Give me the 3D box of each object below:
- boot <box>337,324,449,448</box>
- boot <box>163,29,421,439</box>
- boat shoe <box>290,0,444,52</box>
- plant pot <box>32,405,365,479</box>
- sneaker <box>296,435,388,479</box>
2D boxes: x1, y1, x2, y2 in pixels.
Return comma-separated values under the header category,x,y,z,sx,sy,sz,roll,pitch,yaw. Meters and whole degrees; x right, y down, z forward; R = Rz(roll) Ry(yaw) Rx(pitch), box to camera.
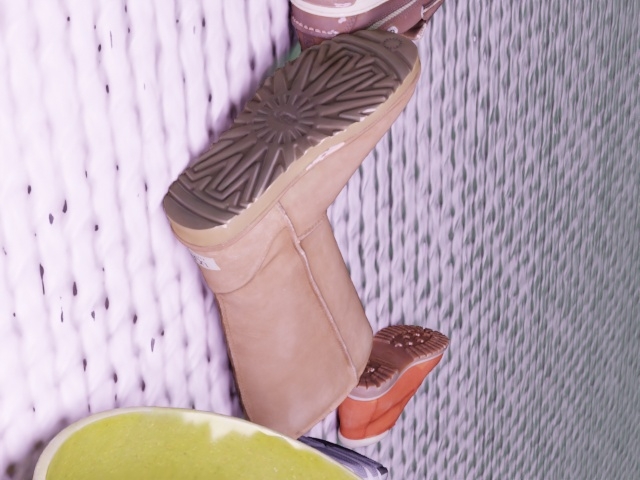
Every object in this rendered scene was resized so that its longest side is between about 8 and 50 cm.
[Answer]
category,x,y,z,sx,sy,sz,roll,pitch,yaw
boot,0.065,0.135,1.482,0.158,0.059,0.084,-29,133,-48
boot,0.000,0.000,1.195,0.236,0.089,0.269,-39,142,-16
boat shoe,0.061,-0.207,1.245,0.257,0.095,0.095,-33,136,-41
plant pot,-0.097,0.304,1.017,0.275,0.275,0.293,-22,139,-61
sneaker,-0.035,0.235,1.299,0.228,0.086,0.132,9,100,-56
